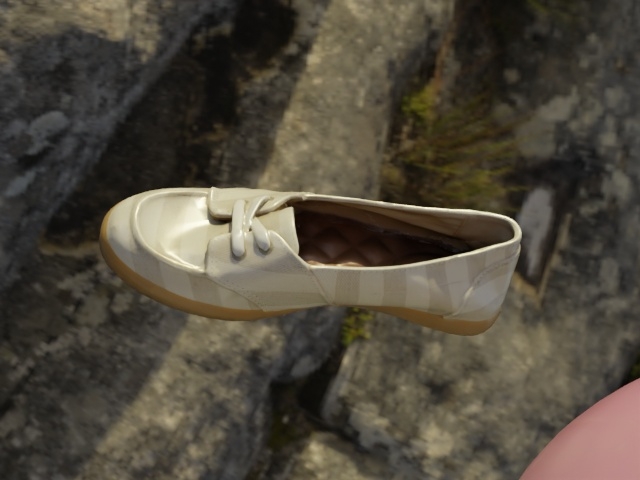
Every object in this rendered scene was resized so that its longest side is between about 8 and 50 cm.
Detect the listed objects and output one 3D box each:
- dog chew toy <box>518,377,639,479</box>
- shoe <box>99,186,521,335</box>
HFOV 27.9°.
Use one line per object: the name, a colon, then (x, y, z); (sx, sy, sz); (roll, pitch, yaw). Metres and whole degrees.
dog chew toy: (0.197, 0.076, 0.358); (0.332, 0.206, 0.206); (-39, 121, -15)
shoe: (0.000, 0.000, 0.649); (0.219, 0.076, 0.058); (8, 138, -20)
